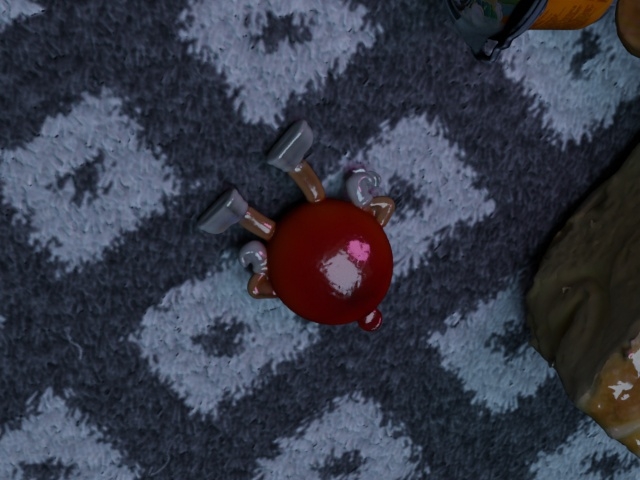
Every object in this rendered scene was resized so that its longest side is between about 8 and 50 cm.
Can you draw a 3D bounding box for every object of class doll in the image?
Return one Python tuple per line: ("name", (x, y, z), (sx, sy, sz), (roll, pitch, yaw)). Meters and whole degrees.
("doll", (0.000, 0.000, 1.516), (0.183, 0.085, 0.217), (-44, 104, 6))

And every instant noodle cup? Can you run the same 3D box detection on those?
("instant noodle cup", (0.216, -0.271, 1.394), (0.125, 0.177, 0.208), (2, 115, -32))

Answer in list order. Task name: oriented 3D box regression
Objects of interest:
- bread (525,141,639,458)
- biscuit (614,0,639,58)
("bread", (0.464, 0.076, 1.585), (0.371, 0.279, 0.390), (31, 105, -27))
("biscuit", (0.467, -0.295, 1.381), (0.365, 0.062, 0.385), (26, 93, 15))
